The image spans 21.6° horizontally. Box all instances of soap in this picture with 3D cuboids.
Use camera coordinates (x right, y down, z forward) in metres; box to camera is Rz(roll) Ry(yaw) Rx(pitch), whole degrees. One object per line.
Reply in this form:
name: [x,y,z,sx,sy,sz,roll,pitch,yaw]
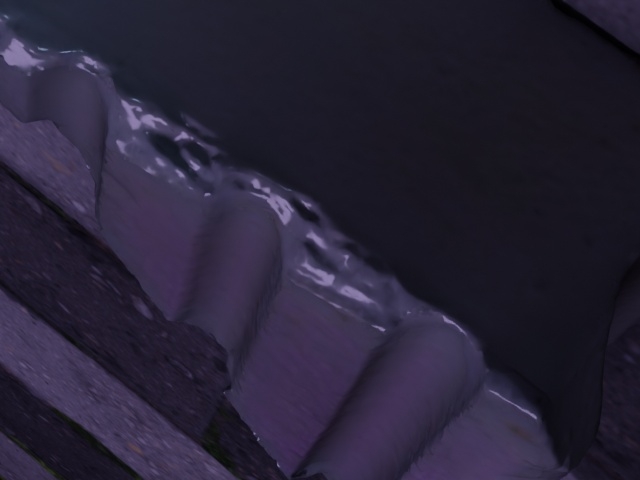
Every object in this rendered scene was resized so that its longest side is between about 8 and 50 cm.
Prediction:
soap: [0.000,0.000,0.697,0.258,0.159,0.302,34,155,5]
